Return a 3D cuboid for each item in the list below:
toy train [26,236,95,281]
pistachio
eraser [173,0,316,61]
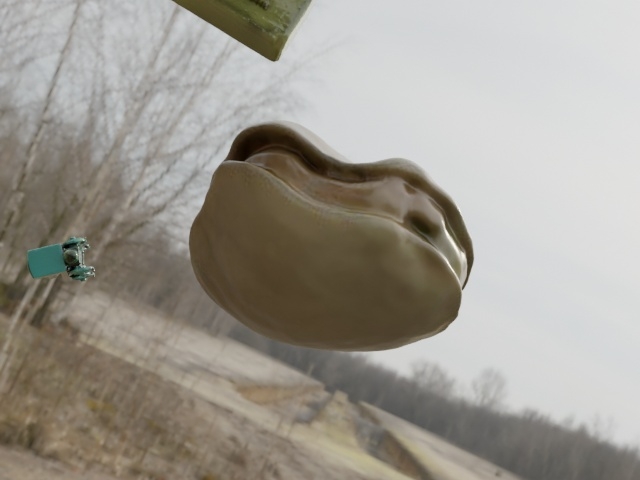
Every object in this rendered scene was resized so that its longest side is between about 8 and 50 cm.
[{"bbox_3d":[-0.185,0.017,0.705,0.045,0.029,0.092,-12,-2,-14],"label":"toy train"},{"bbox_3d":[0.000,0.000,1.352,0.445,0.281,0.365,3,-42,41],"label":"pistachio"},{"bbox_3d":[-0.097,-0.318,1.243,0.172,0.117,0.058,32,-25,-4],"label":"eraser"}]
